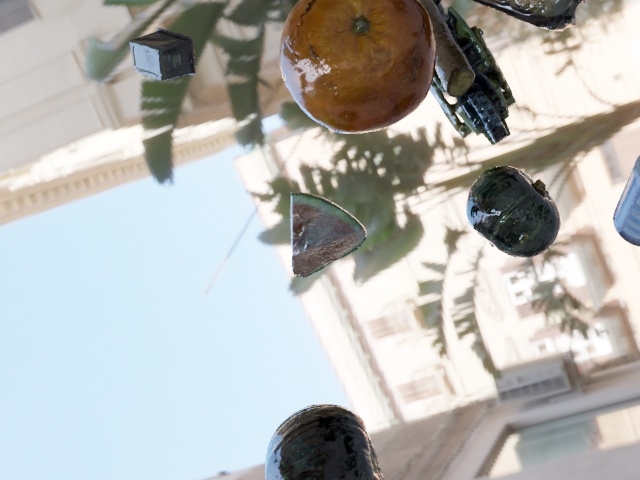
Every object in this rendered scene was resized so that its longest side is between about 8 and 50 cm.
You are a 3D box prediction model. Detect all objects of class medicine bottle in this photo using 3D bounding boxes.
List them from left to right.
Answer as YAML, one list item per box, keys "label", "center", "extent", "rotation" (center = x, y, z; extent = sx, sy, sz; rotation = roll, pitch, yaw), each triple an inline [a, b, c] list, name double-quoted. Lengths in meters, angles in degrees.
- label: "medicine bottle"
  center: [0.437, -0.078, 1.306]
  extent: [0.203, 0.083, 0.084]
  rotation: [90, 176, -55]

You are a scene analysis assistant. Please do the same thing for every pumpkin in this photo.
- label: "pumpkin"
  center: [0.006, 0.469, 1.930]
  extent: [0.315, 0.238, 0.315]
  rotation: [161, 90, -86]
- label: "pumpkin"
  center: [0.348, -0.051, 1.839]
  extent: [0.190, 0.146, 0.190]
  rotation: [39, 178, 2]

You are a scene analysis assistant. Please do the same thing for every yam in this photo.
- label: "yam"
  center: [0.236, -0.391, 2.026]
  extent: [0.066, 0.066, 0.300]
  rotation: [53, -166, -42]

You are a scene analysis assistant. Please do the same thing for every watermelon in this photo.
- label: "watermelon"
  center: [0.015, -0.016, 1.973]
  extent: [0.231, 0.146, 0.128]
  rotation: [89, 179, -70]

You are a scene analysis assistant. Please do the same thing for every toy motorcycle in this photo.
- label: "toy motorcycle"
  center: [0.298, -0.386, 2.253]
  extent: [0.410, 0.168, 0.237]
  rotation: [62, -169, 11]

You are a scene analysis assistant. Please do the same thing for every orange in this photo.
- label: "orange"
  center: [0.067, -0.331, 1.815]
  extent: [0.226, 0.283, 0.284]
  rotation: [108, 148, -75]

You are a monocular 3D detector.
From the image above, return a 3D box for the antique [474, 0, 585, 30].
- label: "antique"
  center: [0.372, -0.498, 1.956]
  extent: [0.150, 0.284, 0.125]
  rotation: [-19, -47, -61]

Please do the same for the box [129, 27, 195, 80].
- label: "box"
  center: [-0.234, -0.272, 1.506]
  extent: [0.063, 0.084, 0.060]
  rotation: [-28, -52, -36]
